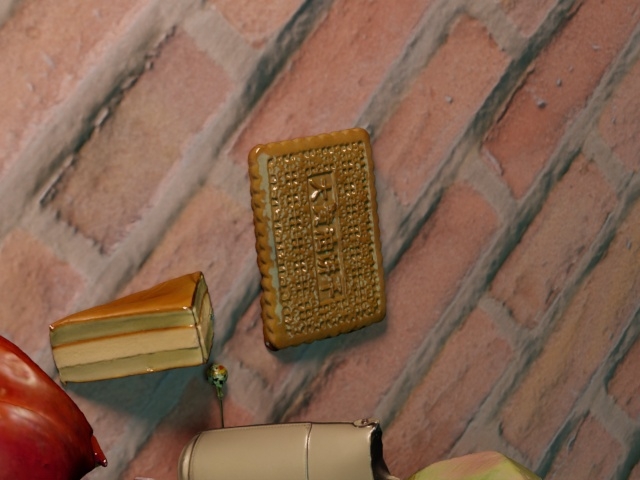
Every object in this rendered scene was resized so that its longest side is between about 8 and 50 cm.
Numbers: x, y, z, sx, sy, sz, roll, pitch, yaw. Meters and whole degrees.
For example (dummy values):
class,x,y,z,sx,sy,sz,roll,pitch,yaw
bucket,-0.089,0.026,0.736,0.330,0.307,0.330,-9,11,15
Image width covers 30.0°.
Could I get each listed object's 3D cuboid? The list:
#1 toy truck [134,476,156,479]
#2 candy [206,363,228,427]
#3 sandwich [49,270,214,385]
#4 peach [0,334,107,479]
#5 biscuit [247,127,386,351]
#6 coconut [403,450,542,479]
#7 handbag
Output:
class,x,y,z,sx,sy,sz,roll,pitch,yaw
toy truck,-0.185,0.301,1.359,0.083,0.039,0.044,48,55,-30
candy,-0.119,0.183,1.395,0.023,0.025,0.083,2,109,10
sandwich,-0.205,0.097,1.327,0.163,0.113,0.079,-10,106,4
peach,-0.377,0.245,1.032,0.339,0.353,0.417,-66,170,-46
biscuit,0.000,0.000,1.438,0.172,0.029,0.255,-13,105,-31
coconut,0.179,0.413,1.469,0.328,0.281,0.328,-29,148,-21
handbag,0.005,0.307,1.333,0.109,0.315,0.241,-45,129,-67
